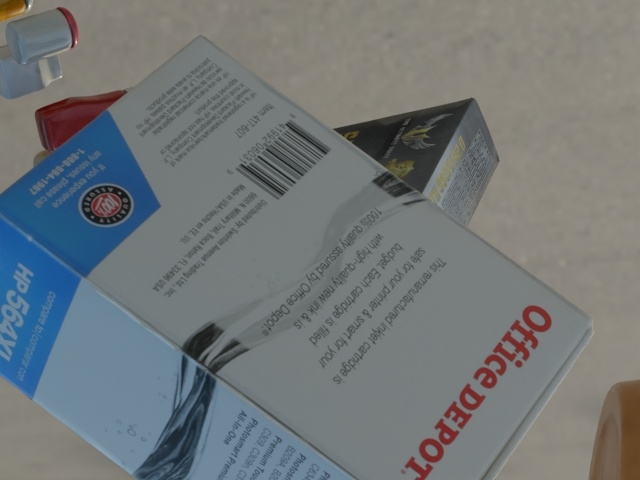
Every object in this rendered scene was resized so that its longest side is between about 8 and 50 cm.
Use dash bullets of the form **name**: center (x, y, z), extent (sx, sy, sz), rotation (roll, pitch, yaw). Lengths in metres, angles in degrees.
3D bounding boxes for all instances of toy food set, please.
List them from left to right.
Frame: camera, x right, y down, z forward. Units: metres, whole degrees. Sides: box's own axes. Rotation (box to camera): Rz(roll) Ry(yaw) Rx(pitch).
- **toy food set**: center (-0.228, -0.136, 1.669), extent (0.105, 0.232, 0.111), rotation (-22, -155, -26)

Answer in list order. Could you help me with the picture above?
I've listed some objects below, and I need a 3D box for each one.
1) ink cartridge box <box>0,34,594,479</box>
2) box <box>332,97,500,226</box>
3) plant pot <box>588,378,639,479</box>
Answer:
- **ink cartridge box**: center (-0.017, 0.034, 0.716), extent (0.203, 0.148, 0.086), rotation (37, 133, 7)
- **box**: center (0.000, 0.000, 1.211), extent (0.183, 0.231, 0.056), rotation (-10, 119, 30)
- **plant pot**: center (0.325, 0.226, 1.475), extent (0.204, 0.290, 0.291), rotation (6, 165, 2)
